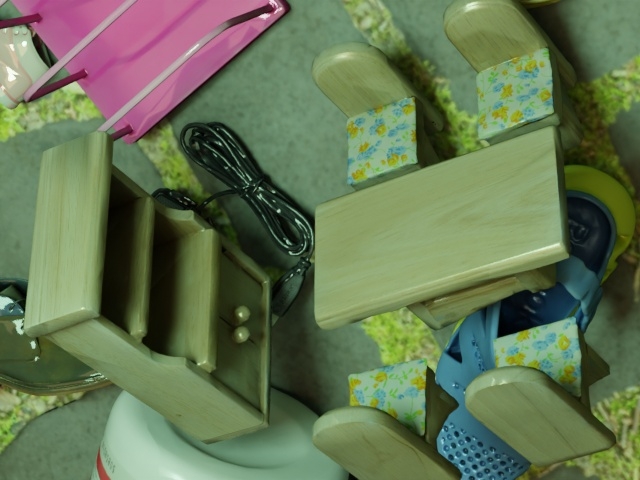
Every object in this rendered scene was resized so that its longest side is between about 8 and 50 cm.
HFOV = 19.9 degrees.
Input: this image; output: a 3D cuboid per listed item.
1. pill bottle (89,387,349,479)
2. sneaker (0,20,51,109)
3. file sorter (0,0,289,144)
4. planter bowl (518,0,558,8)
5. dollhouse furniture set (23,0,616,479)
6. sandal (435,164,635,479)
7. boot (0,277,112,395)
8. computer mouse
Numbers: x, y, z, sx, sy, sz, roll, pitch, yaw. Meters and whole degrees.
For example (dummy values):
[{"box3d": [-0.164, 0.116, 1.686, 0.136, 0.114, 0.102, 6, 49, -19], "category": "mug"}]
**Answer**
[{"box3d": [-0.137, 0.347, 1.727, 0.229, 0.229, 0.408, 23, 112, 11], "category": "pill bottle"}, {"box3d": [-0.304, -0.196, 1.718, 0.070, 0.051, 0.134, -36, 87, 13], "category": "sneaker"}, {"box3d": [-0.212, -0.243, 1.589, 0.202, 0.182, 0.291, -38, 91, 19], "category": "file sorter"}, {"box3d": [0.175, -0.272, 1.459, 0.217, 0.090, 0.217, -4, 119, -7], "category": "planter bowl"}, {"box3d": [0.000, 0.000, 1.459, 0.394, 0.362, 0.256, -18, 143, 26], "category": "dollhouse furniture set"}, {"box3d": [0.171, 0.090, 1.596, 0.126, 0.138, 0.317, 20, 113, 10], "category": "sandal"}, {"box3d": [-0.279, 0.090, 1.777, 0.219, 0.082, 0.106, -4, 108, 22], "category": "boot"}, {"box3d": [-0.120, 0.034, 1.717, 0.184, 0.060, 0.262, 41, 100, 8], "category": "computer mouse"}]
